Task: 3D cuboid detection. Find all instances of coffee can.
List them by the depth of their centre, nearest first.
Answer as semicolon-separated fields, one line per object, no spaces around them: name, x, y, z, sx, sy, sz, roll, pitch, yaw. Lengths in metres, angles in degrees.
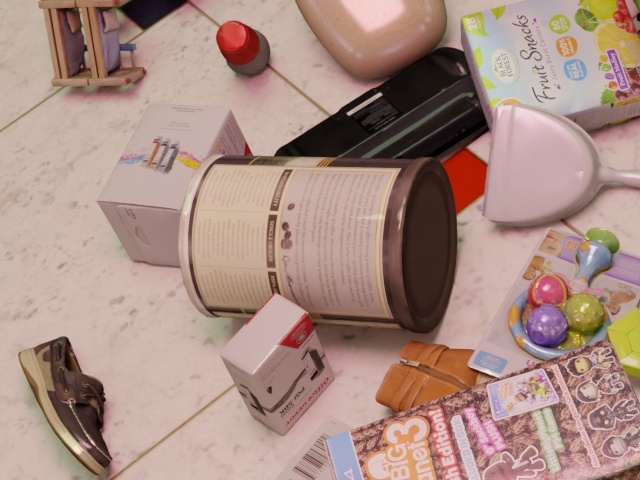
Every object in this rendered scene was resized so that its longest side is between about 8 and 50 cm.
coffee can;0.000;0.000;1.737;0.275;0.201;0.201;3;52;23

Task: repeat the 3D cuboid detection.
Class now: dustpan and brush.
dustpan and brush;0.309;-0.082;1.774;0.211;0.060;0.147;7;92;15

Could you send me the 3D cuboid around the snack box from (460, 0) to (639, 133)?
snack box;0.297;-0.219;1.856;0.207;0.070;0.174;-16;66;0

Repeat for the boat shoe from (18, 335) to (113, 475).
boat shoe;-0.295;0.188;1.771;0.073;0.080;0.223;-37;43;-5

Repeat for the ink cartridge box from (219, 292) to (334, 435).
ink cartridge box;-0.047;0.142;1.679;0.056;0.135;0.099;29;66;33

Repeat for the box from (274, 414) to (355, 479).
box;0.027;0.264;1.577;0.102;0.087;0.101;26;64;35

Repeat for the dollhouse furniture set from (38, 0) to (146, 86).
dollhouse furniture set;-0.309;-0.317;2.208;0.129;0.129;0.184;2;22;22

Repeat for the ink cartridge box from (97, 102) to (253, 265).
ink cartridge box;-0.182;-0.070;1.917;0.127;0.128;0.176;7;55;26

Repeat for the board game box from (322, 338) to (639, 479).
board game box;0.182;0.258;1.425;0.291;0.232;0.141;-20;47;4

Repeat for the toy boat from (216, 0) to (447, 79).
toy boat;0.003;-0.325;2.046;0.318;0.148;0.267;-25;83;6

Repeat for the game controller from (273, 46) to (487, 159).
game controller;0.088;-0.143;1.936;0.319;0.067;0.166;-32;33;-8

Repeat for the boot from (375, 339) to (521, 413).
boot;0.123;0.194;1.616;0.152;0.073;0.197;16;46;30

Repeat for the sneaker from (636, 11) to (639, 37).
sneaker;0.484;-0.249;1.851;0.130;0.087;0.227;-40;46;-13

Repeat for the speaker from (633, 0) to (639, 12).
speaker;0.425;-0.347;1.820;0.131;0.131;0.296;-17;37;6

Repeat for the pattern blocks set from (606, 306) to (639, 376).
pattern blocks set;0.451;0.090;1.581;0.285;0.026;0.325;-16;52;-2

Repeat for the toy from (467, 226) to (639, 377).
toy;0.273;0.067;1.646;0.137;0.056;0.237;19;47;21
